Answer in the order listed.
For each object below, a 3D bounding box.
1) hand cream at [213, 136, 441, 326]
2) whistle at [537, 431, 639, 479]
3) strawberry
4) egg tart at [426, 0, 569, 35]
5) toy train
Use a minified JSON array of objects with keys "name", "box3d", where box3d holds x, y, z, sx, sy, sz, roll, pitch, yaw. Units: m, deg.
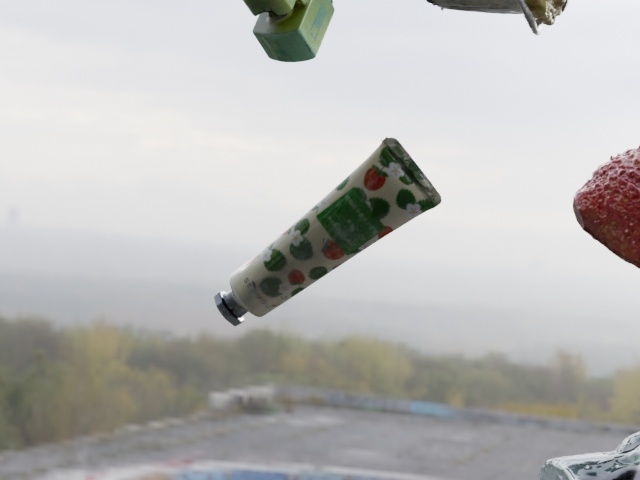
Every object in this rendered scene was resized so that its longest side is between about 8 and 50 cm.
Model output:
[{"name":"hand cream","box3d":[0.000,0.000,1.727,0.276,0.095,0.059,-37,8,14]},{"name":"whistle","box3d":[0.190,0.223,0.676,0.168,0.404,0.188,-8,39,-4]},{"name":"strawberry","box3d":[0.320,-0.027,1.529,0.148,0.131,0.131,-21,4,-8]},{"name":"egg tart","box3d":[0.088,-0.240,1.118,0.094,0.234,0.234,-30,-10,15]},{"name":"toy train","box3d":[-0.028,-0.173,0.989,0.050,0.081,0.122,5,-29,31]}]
